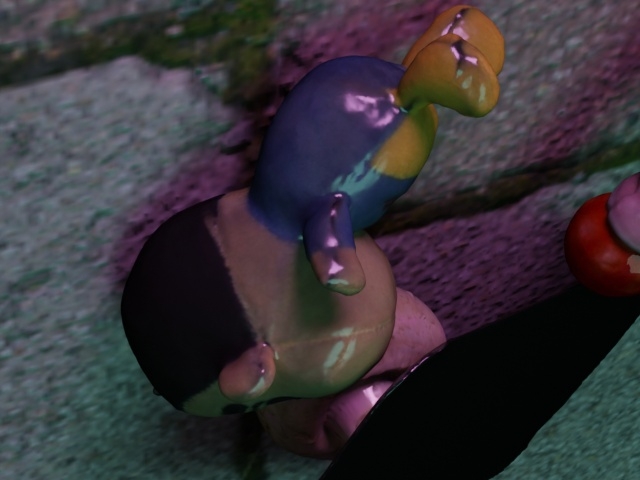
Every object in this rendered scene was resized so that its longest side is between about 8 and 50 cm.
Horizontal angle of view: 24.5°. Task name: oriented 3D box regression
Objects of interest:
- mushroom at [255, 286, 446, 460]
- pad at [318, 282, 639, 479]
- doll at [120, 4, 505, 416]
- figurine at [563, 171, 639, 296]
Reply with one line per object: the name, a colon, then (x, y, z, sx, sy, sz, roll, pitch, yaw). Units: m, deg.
mushroom: (0.013, 0.055, 0.589, 0.084, 0.067, 0.083, -25, 149, -16)
pad: (0.065, 0.080, 0.631, 0.267, 0.004, 0.181, -16, 146, -53)
doll: (0.000, 0.000, 0.509, 0.089, 0.102, 0.179, 44, 111, -9)
figurine: (0.220, -0.065, 0.518, 0.176, 0.186, 0.287, 25, 138, -21)
